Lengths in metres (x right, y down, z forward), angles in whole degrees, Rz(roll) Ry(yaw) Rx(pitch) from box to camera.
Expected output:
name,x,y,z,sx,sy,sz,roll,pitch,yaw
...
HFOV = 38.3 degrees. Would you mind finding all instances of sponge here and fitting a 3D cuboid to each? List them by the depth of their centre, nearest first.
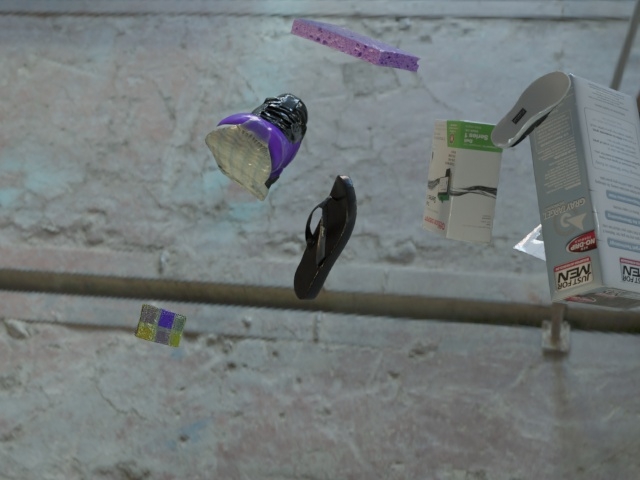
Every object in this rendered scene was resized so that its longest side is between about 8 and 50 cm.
name,x,y,z,sx,sy,sz,roll,pitch,yaw
sponge,0.061,-0.344,1.619,0.210,0.031,0.117,30,22,35

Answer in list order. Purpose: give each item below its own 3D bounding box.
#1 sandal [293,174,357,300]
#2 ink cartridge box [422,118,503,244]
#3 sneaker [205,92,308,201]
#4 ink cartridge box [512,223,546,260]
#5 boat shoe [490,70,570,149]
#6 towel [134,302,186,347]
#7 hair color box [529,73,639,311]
name,x,y,z,sx,sy,sz,roll,pitch,yaw
sandal,0.000,0.001,1.642,0.055,0.254,0.097,9,28,-26
ink cartridge box,0.266,-0.113,1.731,0.093,0.219,0.160,5,6,-11
sneaker,-0.077,-0.155,1.306,0.102,0.293,0.146,37,82,0
ink cartridge box,0.508,0.033,1.757,0.225,0.056,0.181,22,40,35
boat shoe,0.304,-0.187,1.326,0.142,0.040,0.049,-45,68,23
towel,-0.273,0.146,1.571,0.083,0.009,0.060,20,75,-23
hair color box,0.471,-0.077,1.576,0.185,0.114,0.374,10,68,-35
